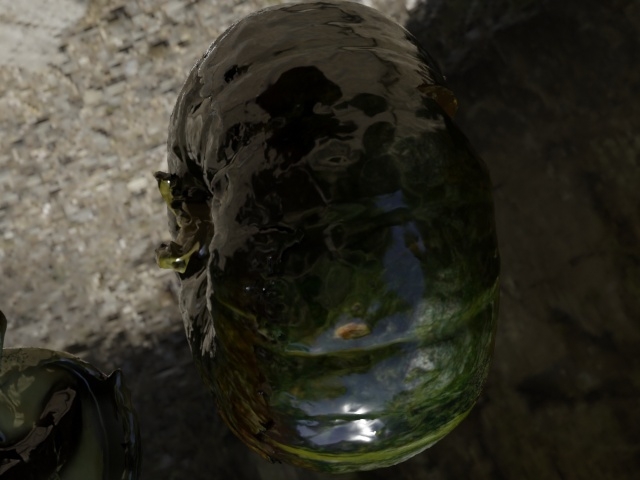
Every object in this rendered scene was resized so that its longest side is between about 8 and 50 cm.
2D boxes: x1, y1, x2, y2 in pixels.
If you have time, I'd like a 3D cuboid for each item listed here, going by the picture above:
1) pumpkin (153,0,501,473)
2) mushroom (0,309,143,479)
[{"bbox_3d":[-0.003,0.000,0.619,0.159,0.238,0.238,-2,151,-7],"label":"pumpkin"},{"bbox_3d":[-0.229,0.133,0.690,0.130,0.248,0.344,-9,178,16],"label":"mushroom"}]
